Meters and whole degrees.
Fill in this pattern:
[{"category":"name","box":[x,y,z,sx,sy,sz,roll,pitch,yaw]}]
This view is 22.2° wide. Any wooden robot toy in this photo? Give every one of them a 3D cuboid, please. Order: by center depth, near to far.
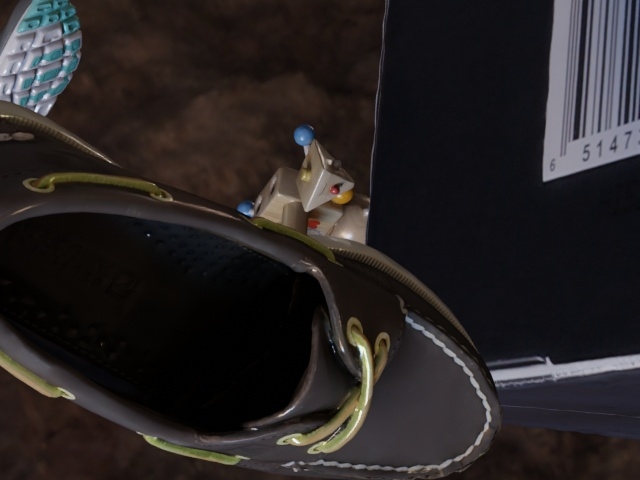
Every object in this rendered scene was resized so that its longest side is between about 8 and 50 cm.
[{"category":"wooden robot toy","box":[0.000,0.000,0.947,0.173,0.079,0.076,131,-35,-55]}]

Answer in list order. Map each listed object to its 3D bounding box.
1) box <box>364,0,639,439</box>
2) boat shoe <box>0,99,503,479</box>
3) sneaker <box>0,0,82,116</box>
[{"category":"box","box":[0.338,-0.048,0.764,0.480,0.471,0.297,-16,-115,61]},{"category":"boat shoe","box":[-0.024,0.032,0.490,0.081,0.227,0.068,-61,-145,7]},{"category":"sneaker","box":[-0.209,-0.104,1.059,0.065,0.166,0.076,-19,-124,-46]}]
